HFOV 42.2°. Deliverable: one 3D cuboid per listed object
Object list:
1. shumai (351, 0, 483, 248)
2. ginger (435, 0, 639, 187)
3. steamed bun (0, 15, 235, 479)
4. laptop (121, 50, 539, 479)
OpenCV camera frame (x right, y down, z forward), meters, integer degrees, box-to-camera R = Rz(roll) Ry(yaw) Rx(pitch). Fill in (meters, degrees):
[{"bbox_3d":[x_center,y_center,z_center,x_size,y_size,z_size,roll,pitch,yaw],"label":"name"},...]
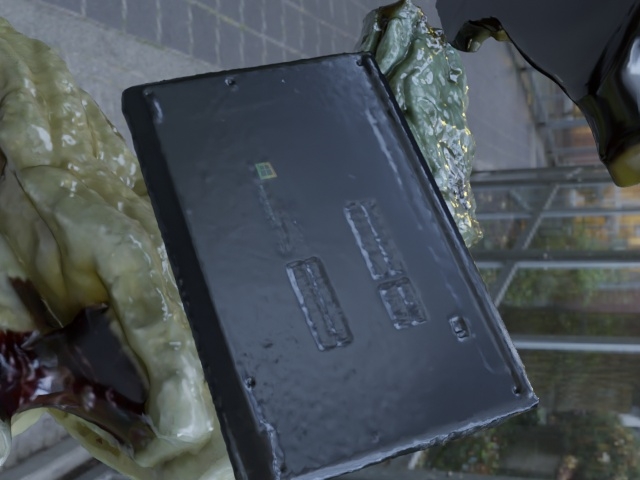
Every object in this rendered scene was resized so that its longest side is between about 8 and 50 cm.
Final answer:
[{"bbox_3d":[0.099,-0.158,1.030,0.309,0.304,0.263,26,89,-42],"label":"shumai"},{"bbox_3d":[0.242,-0.228,0.547,0.358,0.211,0.413,-133,-129,-71],"label":"ginger"},{"bbox_3d":[-0.209,0.035,0.526,0.428,0.247,0.189,50,16,23],"label":"steamed bun"},{"bbox_3d":[0.000,0.000,0.362,0.016,0.135,0.197,117,-44,-56],"label":"laptop"}]
